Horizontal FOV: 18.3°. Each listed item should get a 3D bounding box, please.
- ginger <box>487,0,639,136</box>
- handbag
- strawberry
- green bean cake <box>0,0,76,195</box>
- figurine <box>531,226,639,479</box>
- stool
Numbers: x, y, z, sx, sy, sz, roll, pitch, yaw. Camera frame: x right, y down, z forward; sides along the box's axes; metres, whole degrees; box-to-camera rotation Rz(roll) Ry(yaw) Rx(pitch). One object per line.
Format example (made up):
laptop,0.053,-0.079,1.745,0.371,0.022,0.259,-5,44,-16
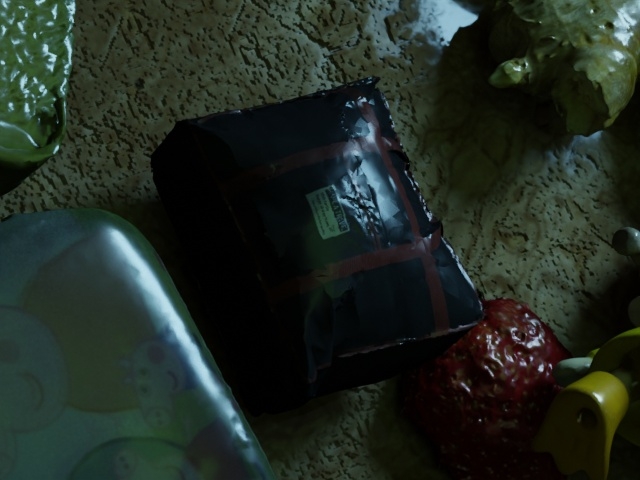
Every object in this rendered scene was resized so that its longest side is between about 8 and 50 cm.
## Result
ginger,0.215,-0.160,1.549,0.216,0.102,0.157,-27,55,-24
handbag,0.000,0.000,1.389,0.169,0.155,0.215,-18,80,-31
strawberry,0.137,0.126,1.470,0.146,0.082,0.187,-24,91,-21
green bean cake,-0.287,-0.153,1.318,0.233,0.124,0.236,9,73,-23
figurine,0.305,0.071,1.449,0.215,0.187,0.343,21,33,24
stool,-0.211,0.173,1.210,0.310,0.226,0.310,-23,85,-28
